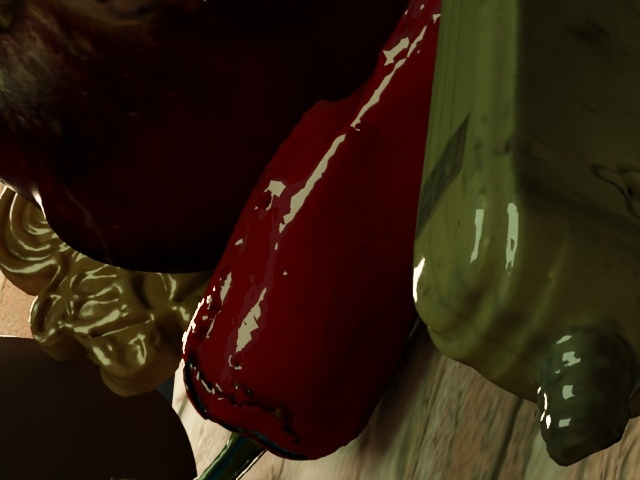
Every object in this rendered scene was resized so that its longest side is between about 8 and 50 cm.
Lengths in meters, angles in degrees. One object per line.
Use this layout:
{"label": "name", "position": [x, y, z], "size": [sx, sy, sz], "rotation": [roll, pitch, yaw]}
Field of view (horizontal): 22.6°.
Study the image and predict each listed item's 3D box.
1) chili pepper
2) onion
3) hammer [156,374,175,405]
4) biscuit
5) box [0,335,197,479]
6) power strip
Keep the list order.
{"label": "chili pepper", "position": [0.019, -0.008, 0.766], "size": [0.387, 0.110, 0.110], "rotation": [-61, 12, 15]}
{"label": "onion", "position": [-0.077, -0.212, 0.945], "size": [0.420, 0.398, 0.398], "rotation": [-54, -3, -45]}
{"label": "hammer", "position": [-0.151, 0.099, 1.507], "size": [0.116, 0.069, 0.194], "rotation": [13, -98, -66]}
{"label": "biscuit", "position": [-0.128, -0.012, 1.075], "size": [0.202, 0.044, 0.289], "rotation": [-26, 38, 4]}
{"label": "box", "position": [-0.221, 0.211, 1.045], "size": [0.216, 0.301, 0.301], "rotation": [-76, 11, -55]}
{"label": "power strip", "position": [0.086, -0.070, 0.547], "size": [0.387, 0.092, 0.066], "rotation": [-80, 14, -49]}
